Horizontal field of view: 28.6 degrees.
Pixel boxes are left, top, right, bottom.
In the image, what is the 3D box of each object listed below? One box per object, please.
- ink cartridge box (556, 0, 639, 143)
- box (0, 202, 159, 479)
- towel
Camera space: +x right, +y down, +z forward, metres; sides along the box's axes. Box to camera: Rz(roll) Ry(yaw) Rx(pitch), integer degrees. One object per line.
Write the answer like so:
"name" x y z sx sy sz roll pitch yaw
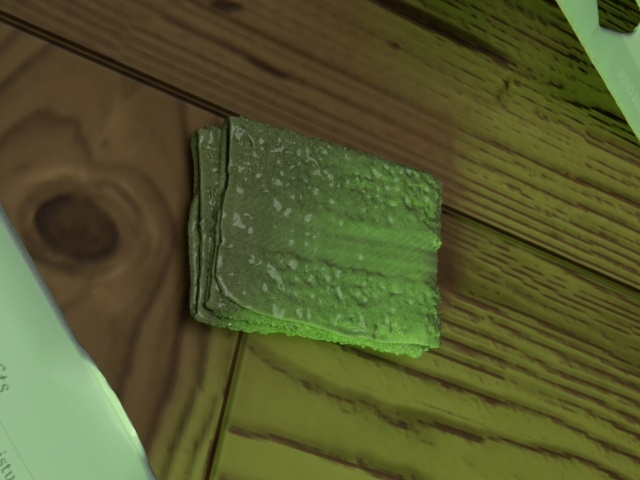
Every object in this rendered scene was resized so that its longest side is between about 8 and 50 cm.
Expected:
"ink cartridge box" 0.190 -0.216 0.719 0.239 0.060 0.275 -57 143 -5
"box" -0.147 0.094 0.441 0.119 0.182 0.181 -32 95 -31
"towel" 0.000 0.000 0.644 0.148 0.027 0.110 11 72 -28
